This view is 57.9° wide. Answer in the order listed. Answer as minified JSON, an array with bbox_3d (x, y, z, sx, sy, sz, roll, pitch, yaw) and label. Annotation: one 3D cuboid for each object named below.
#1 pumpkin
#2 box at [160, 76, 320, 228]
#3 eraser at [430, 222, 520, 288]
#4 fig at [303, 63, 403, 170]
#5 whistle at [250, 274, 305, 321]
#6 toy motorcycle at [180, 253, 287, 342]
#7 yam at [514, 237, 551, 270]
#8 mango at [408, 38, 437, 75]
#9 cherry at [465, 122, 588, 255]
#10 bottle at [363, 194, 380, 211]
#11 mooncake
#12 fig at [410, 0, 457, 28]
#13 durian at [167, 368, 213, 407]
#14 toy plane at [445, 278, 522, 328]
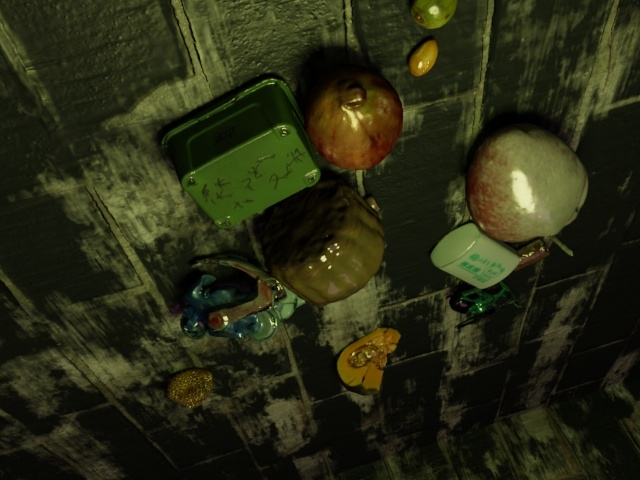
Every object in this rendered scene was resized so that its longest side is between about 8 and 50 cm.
[{"bbox_3d":[0.198,0.477,2.233,0.281,0.190,0.139,-32,138,14],"label":"pumpkin"},{"bbox_3d":[-0.172,-0.186,1.342,0.329,0.177,0.252,-26,141,8],"label":"box"},{"bbox_3d":[0.526,0.057,1.960,0.290,0.104,0.189,24,120,-40],"label":"eraser"},{"bbox_3d":[0.074,-0.282,1.292,0.224,0.224,0.263,-29,142,11],"label":"fig"},{"bbox_3d":[-0.113,0.163,1.783,0.290,0.163,0.163,-29,139,8],"label":"whistle"},{"bbox_3d":[-0.258,0.169,1.671,0.319,0.240,0.182,-1,161,16],"label":"toy motorcycle"},{"bbox_3d":[0.740,0.048,2.057,0.141,0.079,0.079,-29,139,12],"label":"yam"},{"bbox_3d":[0.240,-0.424,1.340,0.060,0.046,0.089,9,128,-29],"label":"mango"},{"bbox_3d":[0.567,-0.160,1.587,0.327,0.291,0.334,-3,118,-1],"label":"cherry"},{"bbox_3d":[0.101,-0.077,1.672,0.140,0.053,0.053,-30,139,13],"label":"bottle"},{"bbox_3d":[0.002,-0.001,1.517,0.324,0.324,0.187,-34,133,16],"label":"mooncake"},{"bbox_3d":[0.275,-0.510,1.227,0.166,0.093,0.093,-23,140,-3],"label":"fig"},{"bbox_3d":[-0.462,0.528,2.078,0.168,0.137,0.158,-27,161,-12],"label":"durian"},{"bbox_3d":[0.596,0.220,2.139,0.382,0.155,0.106,-8,141,-40],"label":"toy plane"}]
